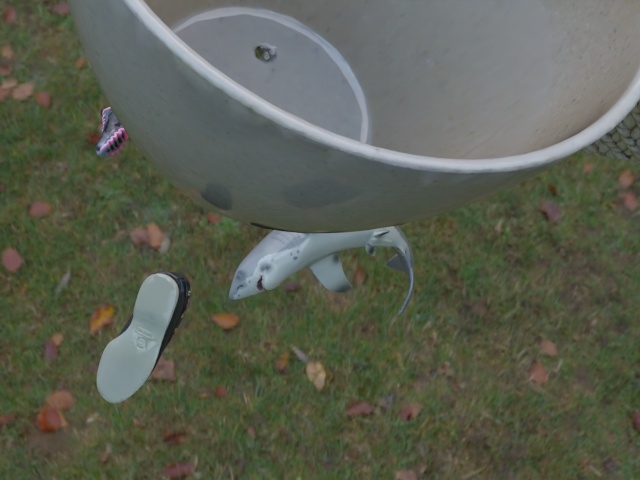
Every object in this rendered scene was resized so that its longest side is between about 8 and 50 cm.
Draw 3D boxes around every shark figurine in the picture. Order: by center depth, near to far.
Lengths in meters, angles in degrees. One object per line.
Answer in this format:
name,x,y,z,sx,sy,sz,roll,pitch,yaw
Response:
shark figurine,0.025,-0.013,1.061,0.278,0.166,0.116,4,32,-41

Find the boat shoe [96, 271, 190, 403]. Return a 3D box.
boat shoe,-0.156,0.087,0.826,0.049,0.042,0.133,31,102,12

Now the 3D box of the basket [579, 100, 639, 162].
basket,0.299,-0.251,0.870,0.267,0.331,0.328,19,89,30

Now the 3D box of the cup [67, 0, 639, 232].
cup,-0.005,-0.133,0.553,0.331,0.237,0.330,9,62,-18

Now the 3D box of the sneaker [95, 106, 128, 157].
sneaker,-0.323,-0.181,1.441,0.057,0.047,0.119,26,61,6
